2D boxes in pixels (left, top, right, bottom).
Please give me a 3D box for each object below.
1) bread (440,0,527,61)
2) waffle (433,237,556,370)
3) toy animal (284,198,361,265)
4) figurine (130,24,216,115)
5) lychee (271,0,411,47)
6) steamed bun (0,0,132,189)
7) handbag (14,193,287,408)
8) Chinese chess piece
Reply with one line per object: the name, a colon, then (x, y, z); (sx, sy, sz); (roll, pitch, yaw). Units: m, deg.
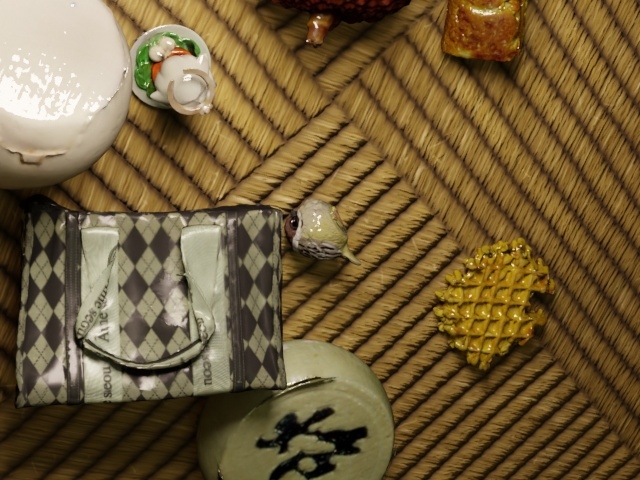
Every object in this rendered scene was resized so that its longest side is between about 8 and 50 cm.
bread: (0.261, -0.371, 1.880); (0.132, 0.103, 0.172); (8, 117, 6)
waffle: (0.317, 0.111, 2.179); (0.229, 0.051, 0.231); (-38, 122, 1)
toy animal: (0.000, 0.000, 1.960); (0.098, 0.098, 0.137); (-33, 104, -5)
figurine: (-0.202, -0.231, 1.727); (0.132, 0.153, 0.132); (-9, 117, -18)
lychee: (0.027, -0.410, 1.680); (0.264, 0.264, 0.300); (20, 87, -29)
steamed bun: (-0.408, -0.201, 1.606); (0.309, 0.309, 0.309); (-10, 118, -19)
handbag: (-0.260, 0.084, 1.839); (0.416, 0.180, 0.316); (-3, 97, -17)
Chinese chess piece: (-0.039, 0.342, 2.085); (0.349, 0.146, 0.349); (-10, 118, -19)
